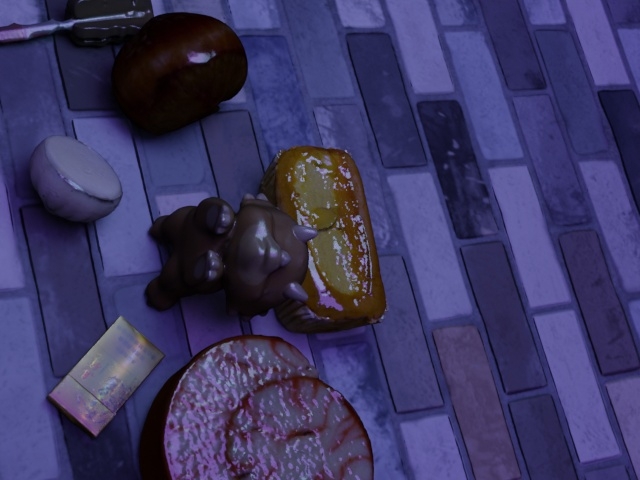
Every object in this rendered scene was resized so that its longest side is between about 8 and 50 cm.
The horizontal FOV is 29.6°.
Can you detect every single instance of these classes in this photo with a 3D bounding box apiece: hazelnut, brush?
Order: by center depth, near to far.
[{"bbox_3d":[-0.213,-0.253,1.795,0.204,0.178,0.178,-37,87,2],"label":"hazelnut"},{"bbox_3d":[-0.390,-0.320,1.803,0.301,0.071,0.084,-12,78,-24],"label":"brush"}]

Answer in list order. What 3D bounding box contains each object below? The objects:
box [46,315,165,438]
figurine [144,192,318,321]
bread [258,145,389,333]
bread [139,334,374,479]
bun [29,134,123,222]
[{"bbox_3d":[-0.290,0.185,1.651,0.089,0.022,0.156,43,57,-3],"label":"box"},{"bbox_3d":[-0.113,0.025,1.691,0.173,0.247,0.177,15,63,-31],"label":"figurine"},{"bbox_3d":[0.000,0.000,1.817,0.153,0.119,0.288,1,68,-29],"label":"bread"},{"bbox_3d":[-0.086,0.297,1.646,0.295,0.114,0.327,-37,88,-33],"label":"bread"},{"bbox_3d":[-0.353,-0.074,1.696,0.138,0.094,0.138,38,22,-19],"label":"bun"}]
